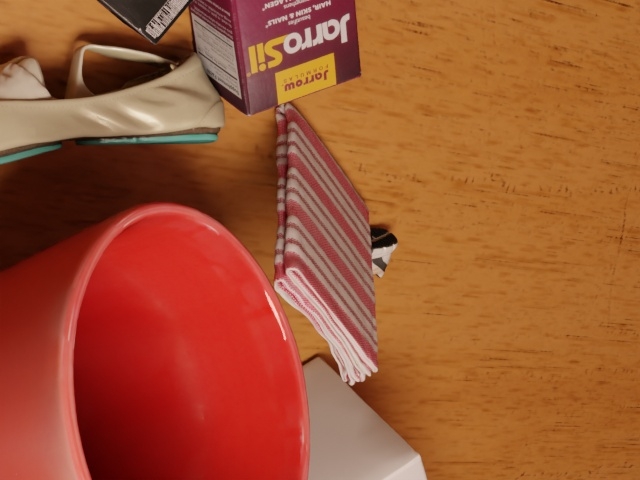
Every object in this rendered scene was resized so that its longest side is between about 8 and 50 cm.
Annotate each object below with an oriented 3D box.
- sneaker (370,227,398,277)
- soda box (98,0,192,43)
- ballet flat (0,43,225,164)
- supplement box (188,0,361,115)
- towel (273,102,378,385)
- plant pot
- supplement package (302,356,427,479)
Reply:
[{"bbox_3d":[0.016,0.021,1.278,0.109,0.040,0.043,-7,128,-27],"label":"sneaker"},{"bbox_3d":[-0.162,-0.206,1.010,0.053,0.060,0.169,-51,131,-1],"label":"soda box"},{"bbox_3d":[-0.185,-0.097,1.056,0.248,0.086,0.086,-10,121,-32],"label":"ballet flat"},{"bbox_3d":[-0.039,-0.200,1.085,0.104,0.081,0.188,-23,127,-23],"label":"supplement box"},{"bbox_3d":[0.000,0.000,1.174,0.029,0.197,0.144,-20,133,18],"label":"towel"},{"bbox_3d":[-0.177,0.129,1.030,0.275,0.243,0.275,33,50,-50],"label":"plant pot"},{"bbox_3d":[0.002,0.289,1.330,0.177,0.175,0.293,-30,128,-16],"label":"supplement package"}]
